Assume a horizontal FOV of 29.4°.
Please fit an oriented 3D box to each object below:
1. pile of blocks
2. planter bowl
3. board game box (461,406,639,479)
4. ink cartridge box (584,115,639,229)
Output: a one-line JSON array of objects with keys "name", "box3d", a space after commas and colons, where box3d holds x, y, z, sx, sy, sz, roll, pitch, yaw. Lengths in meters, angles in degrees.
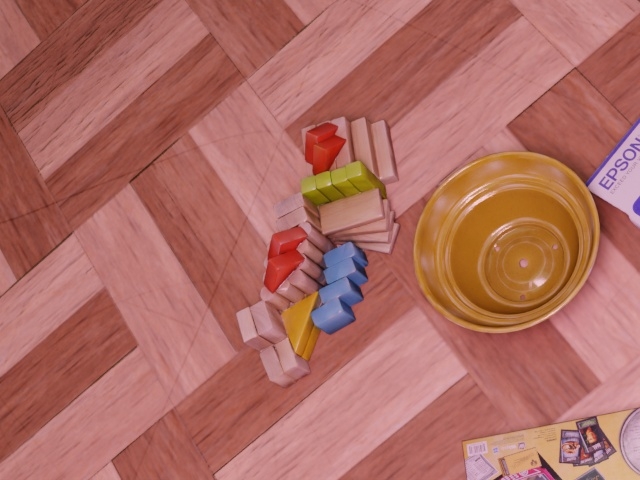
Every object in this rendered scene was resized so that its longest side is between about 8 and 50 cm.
[{"name": "pile of blocks", "box3d": [0.000, 0.000, 1.508, 0.149, 0.112, 0.362, 8, 74, 29]}, {"name": "planter bowl", "box3d": [0.223, 0.014, 1.402, 0.217, 0.090, 0.217, -10, 65, 23]}, {"name": "board game box", "box3d": [0.280, 0.274, 1.297, 0.243, 0.042, 0.165, -14, 64, 21]}, {"name": "ink cartridge box", "box3d": [0.498, -0.089, 1.316, 0.303, 0.072, 0.307, -50, 50, 2]}]
